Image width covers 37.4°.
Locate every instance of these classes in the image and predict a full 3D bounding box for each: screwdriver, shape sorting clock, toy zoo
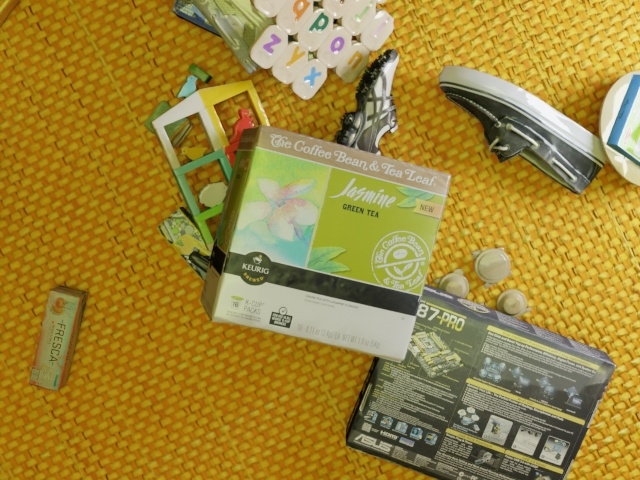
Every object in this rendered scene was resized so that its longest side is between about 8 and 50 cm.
[{"bbox_3d":[-0.161,0.072,1.681,0.170,0.025,0.024,34,95,-1],"label":"screwdriver"},{"bbox_3d":[0.568,-0.194,1.649,0.206,0.040,0.206,1,89,-26],"label":"shape sorting clock"},{"bbox_3d":[-0.170,-0.152,1.662,0.192,0.030,0.293,-25,103,-14],"label":"toy zoo"}]

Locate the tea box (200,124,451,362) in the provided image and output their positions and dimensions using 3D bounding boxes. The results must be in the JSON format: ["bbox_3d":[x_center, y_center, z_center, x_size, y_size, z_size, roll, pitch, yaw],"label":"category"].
[{"bbox_3d":[0.000,0.000,1.589,0.329,0.220,0.323,13,92,-12],"label":"tea box"}]

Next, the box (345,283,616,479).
[{"bbox_3d":[0.279,0.285,1.700,0.395,0.097,0.318,20,102,0],"label":"box"}]

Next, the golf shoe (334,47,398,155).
[{"bbox_3d":[0.104,-0.241,1.679,0.094,0.077,0.198,23,100,-15],"label":"golf shoe"}]

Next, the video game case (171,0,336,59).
[{"bbox_3d":[-0.089,-0.452,1.663,0.269,0.061,0.244,26,95,-1],"label":"video game case"}]

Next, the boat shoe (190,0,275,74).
[{"bbox_3d":[-0.208,-0.414,1.585,0.320,0.118,0.103,38,92,-9],"label":"boat shoe"}]

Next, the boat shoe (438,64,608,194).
[{"bbox_3d":[0.344,-0.188,1.644,0.335,0.121,0.119,28,92,-3],"label":"boat shoe"}]

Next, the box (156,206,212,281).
[{"bbox_3d":[-0.218,0.020,1.717,0.059,0.054,0.169,-41,93,5],"label":"box"}]

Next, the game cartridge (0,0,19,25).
[{"bbox_3d":[-0.724,-0.461,1.687,0.324,0.052,0.285,39,96,-2],"label":"game cartridge"}]

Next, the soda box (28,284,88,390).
[{"bbox_3d":[-0.480,0.179,1.737,0.058,0.063,0.183,15,97,0],"label":"soda box"}]

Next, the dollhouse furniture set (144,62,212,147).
[{"bbox_3d":[-0.250,-0.240,1.690,0.076,0.058,0.151,38,95,-2],"label":"dollhouse furniture set"}]

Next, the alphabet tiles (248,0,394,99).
[{"bbox_3d":[0.009,-0.384,1.591,0.278,0.284,0.021,-52,47,6],"label":"alphabet tiles"}]

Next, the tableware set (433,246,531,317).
[{"bbox_3d":[0.298,0.101,1.724,0.141,0.020,0.168,-27,98,8],"label":"tableware set"}]
